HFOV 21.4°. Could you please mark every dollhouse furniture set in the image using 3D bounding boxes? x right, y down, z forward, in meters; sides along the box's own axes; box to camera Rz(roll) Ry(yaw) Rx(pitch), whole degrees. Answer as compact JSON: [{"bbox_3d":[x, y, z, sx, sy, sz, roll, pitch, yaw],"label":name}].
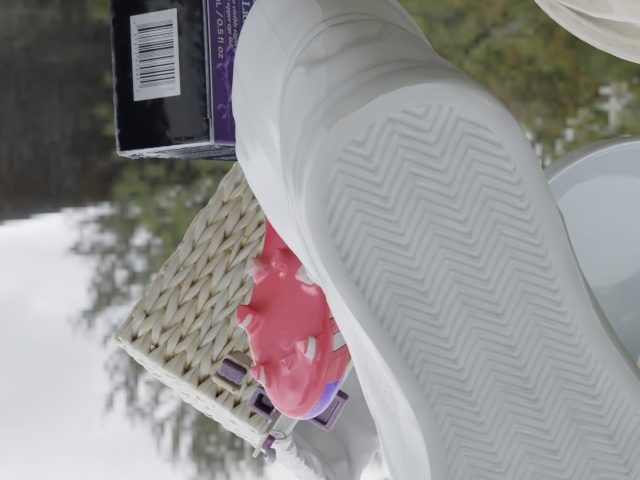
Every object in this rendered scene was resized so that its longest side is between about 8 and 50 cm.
[{"bbox_3d":[-0.024,0.090,1.140,0.091,0.114,0.081,31,-144,4],"label":"dollhouse furniture set"}]

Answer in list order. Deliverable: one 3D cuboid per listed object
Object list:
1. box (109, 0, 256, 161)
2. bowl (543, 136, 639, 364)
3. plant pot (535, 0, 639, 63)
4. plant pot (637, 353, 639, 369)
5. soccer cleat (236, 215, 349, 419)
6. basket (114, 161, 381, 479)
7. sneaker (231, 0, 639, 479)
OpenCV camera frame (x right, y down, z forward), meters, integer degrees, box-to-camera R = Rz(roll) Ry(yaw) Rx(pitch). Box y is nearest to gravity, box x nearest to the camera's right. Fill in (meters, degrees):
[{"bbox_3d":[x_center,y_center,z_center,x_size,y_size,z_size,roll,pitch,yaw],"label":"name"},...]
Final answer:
[{"bbox_3d":[-0.068,-0.146,1.410,0.108,0.153,0.207,-4,179,37],"label":"box"},{"bbox_3d":[0.306,0.011,1.756,0.298,0.298,0.134,-2,-156,-10],"label":"bowl"},{"bbox_3d":[0.114,-0.268,0.782,0.334,0.334,0.305,12,-177,44],"label":"plant pot"},{"bbox_3d":[0.397,0.130,1.235,0.254,0.237,0.237,9,-176,-41],"label":"plant pot"},{"bbox_3d":[0.000,0.000,1.088,0.095,0.248,0.083,19,142,-38],"label":"soccer cleat"},{"bbox_3d":[-0.023,0.095,2.068,0.266,0.331,0.328,30,170,22],"label":"basket"},{"bbox_3d":[0.053,0.033,0.644,0.108,0.292,0.169,-22,-149,-3],"label":"sneaker"}]
